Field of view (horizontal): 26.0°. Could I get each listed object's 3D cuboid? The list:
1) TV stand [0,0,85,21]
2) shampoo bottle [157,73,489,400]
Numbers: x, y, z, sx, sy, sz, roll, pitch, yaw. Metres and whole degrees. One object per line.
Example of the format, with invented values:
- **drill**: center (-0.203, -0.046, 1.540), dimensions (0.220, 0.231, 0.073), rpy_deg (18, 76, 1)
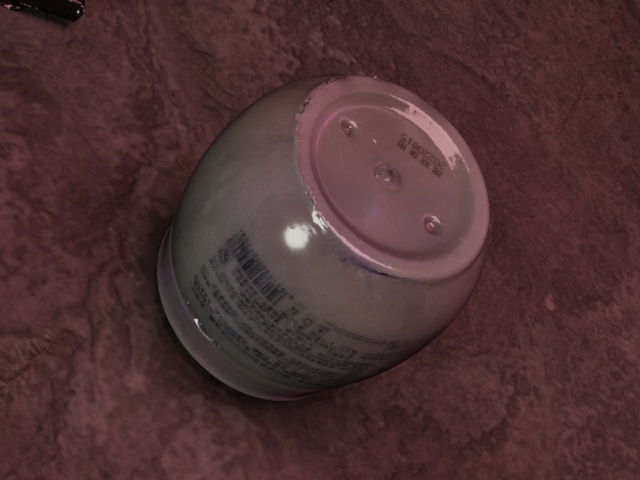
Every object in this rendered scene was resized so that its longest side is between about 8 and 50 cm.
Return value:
- **TV stand**: center (-0.349, -0.271, 1.356), dimensions (0.249, 0.042, 0.036), rpy_deg (17, 50, -29)
- **shampoo bottle**: center (0.000, 0.000, 1.289), dimensions (0.273, 0.266, 0.273), rpy_deg (18, 55, -27)
